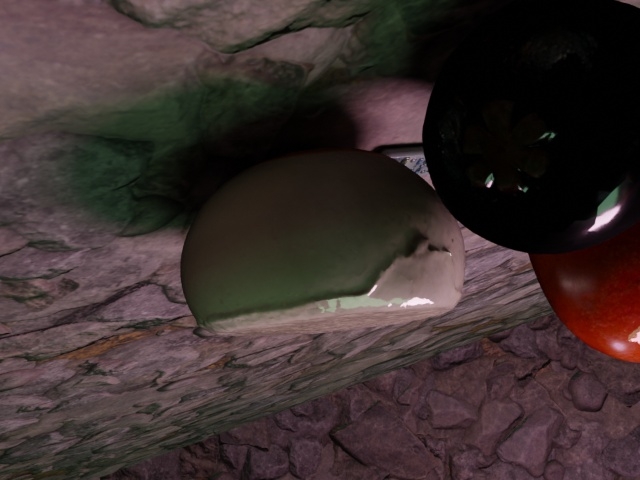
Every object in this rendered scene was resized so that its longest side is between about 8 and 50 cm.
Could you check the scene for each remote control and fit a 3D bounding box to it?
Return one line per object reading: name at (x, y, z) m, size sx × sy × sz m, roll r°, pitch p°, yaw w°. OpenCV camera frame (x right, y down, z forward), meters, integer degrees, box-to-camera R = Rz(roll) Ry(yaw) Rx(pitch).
remote control at (0.113, -0.093, 0.743) m, size 0.124 × 0.018 × 0.053 m, roll -8°, pitch 157°, yaw -30°

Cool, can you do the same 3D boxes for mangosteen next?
mangosteen at (0.202, -0.098, 0.545) m, size 0.243 × 0.243 × 0.243 m, roll -17°, pitch 160°, yaw -6°

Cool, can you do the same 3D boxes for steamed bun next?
steamed bun at (0.000, 0.000, 0.640) m, size 0.283 × 0.177 × 0.283 m, roll -6°, pitch 168°, yaw -1°

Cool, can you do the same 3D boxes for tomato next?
tomato at (0.467, 0.012, 0.924) m, size 0.293 × 0.325 × 0.290 m, roll -20°, pitch 136°, yaw 31°
